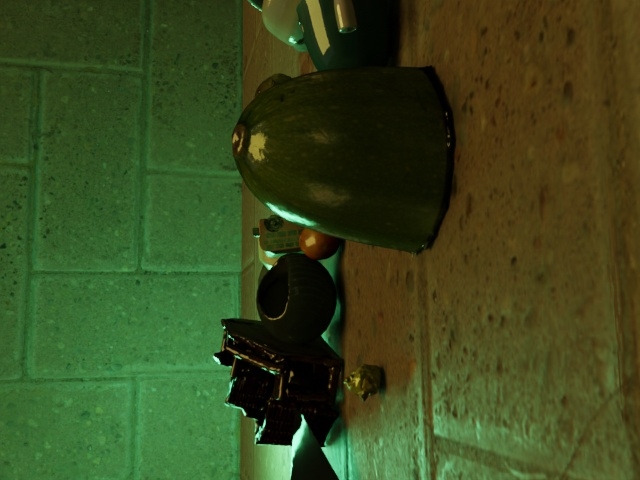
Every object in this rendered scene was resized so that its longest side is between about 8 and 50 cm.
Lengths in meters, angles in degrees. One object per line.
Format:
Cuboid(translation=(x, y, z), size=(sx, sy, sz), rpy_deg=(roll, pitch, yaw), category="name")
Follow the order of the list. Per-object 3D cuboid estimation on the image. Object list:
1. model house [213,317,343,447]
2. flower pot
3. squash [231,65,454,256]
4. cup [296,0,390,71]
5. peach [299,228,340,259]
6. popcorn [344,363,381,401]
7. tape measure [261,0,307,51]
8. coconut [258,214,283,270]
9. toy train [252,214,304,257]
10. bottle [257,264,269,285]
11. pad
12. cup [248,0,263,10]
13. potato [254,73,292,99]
Cuboid(translation=(-0.115, 0.365, 1.706), size=(0.297, 0.317, 0.283), rpy_deg=(-89, 6, -81), category="model house")
Cuboid(translation=(-0.054, 0.135, 1.657), size=(0.189, 0.157, 0.243), rpy_deg=(-44, 25, 21), category="flower pot")
Cuboid(translation=(0.010, -0.127, 1.126), size=(0.310, 0.308, 0.311), rpy_deg=(180, 90, -78), category="squash")
Cuboid(translation=(0.055, -0.360, 1.306), size=(0.299, 0.167, 0.173), rpy_deg=(14, -117, -85), category="cup")
Cuboid(translation=(0.001, 0.002, 1.635), size=(0.100, 0.100, 0.101), rpy_deg=(-179, 90, -77), category="peach")
Cuboid(translation=(0.083, 0.260, 1.323), size=(0.059, 0.068, 0.083), rpy_deg=(51, 168, -3), category="popcorn")
Cuboid(translation=(-0.001, -0.511, 1.453), size=(0.265, 0.130, 0.258), rpy_deg=(-48, -9, -32), category="tape measure")
Cuboid(translation=(-0.083, 0.001, 1.864), size=(0.161, 0.161, 0.162), rpy_deg=(-130, 46, -71), category="coconut")
Cuboid(translation=(-0.071, -0.014, 1.748), size=(0.072, 0.188, 0.099), rpy_deg=(81, -179, -79), category="toy train")
Cuboid(translation=(-0.106, 0.053, 1.991), size=(0.254, 0.096, 0.080), rpy_deg=(-72, -23, -44), category="bottle")
Cuboid(translation=(0.025, 0.587, 1.594), size=(0.315, 0.063, 0.375), rpy_deg=(-125, 30, -42), category="pad")
Cuboid(translation=(-0.075, -0.734, 1.698), size=(0.253, 0.253, 0.372), rpy_deg=(109, 160, -53), category="cup")
Cuboid(translation=(-0.126, -0.386, 2.104), size=(0.169, 0.143, 0.248), rpy_deg=(98, 174, -58), category="potato")
